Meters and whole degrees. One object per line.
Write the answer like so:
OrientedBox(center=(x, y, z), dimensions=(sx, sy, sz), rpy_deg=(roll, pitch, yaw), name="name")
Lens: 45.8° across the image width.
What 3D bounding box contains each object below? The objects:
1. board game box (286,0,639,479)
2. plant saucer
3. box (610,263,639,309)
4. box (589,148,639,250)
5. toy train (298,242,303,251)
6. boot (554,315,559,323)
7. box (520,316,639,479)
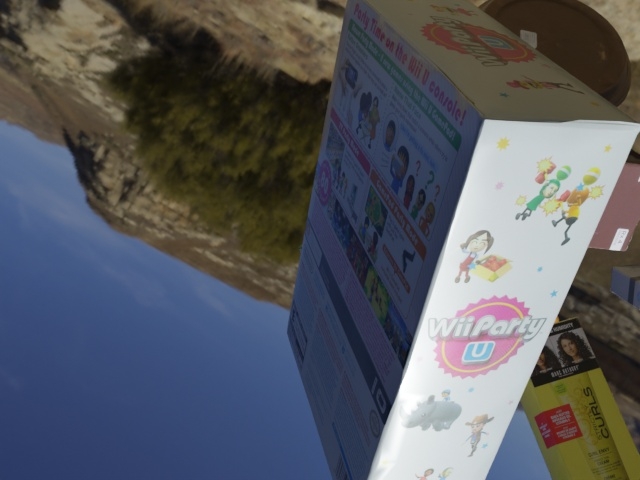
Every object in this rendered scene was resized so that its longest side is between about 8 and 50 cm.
OrientedBox(center=(0.062, 0.010, 0.520), dimensions=(0.097, 0.303, 0.224), rpy_deg=(0, -147, -17), name="board game box")
OrientedBox(center=(0.358, -0.299, 1.184), dimensions=(0.277, 0.278, 0.041), rpy_deg=(31, 149, 11), name="plant saucer")
OrientedBox(center=(0.455, 0.068, 0.893), dimensions=(0.145, 0.038, 0.186), rpy_deg=(-5, -163, -6), name="box")
OrientedBox(center=(0.461, -0.105, 1.373), dimensions=(0.167, 0.169, 0.203), rpy_deg=(6, -155, -17), name="box")
OrientedBox(center=(0.000, 0.000, 1.102), dimensions=(0.083, 0.024, 0.017), rpy_deg=(-25, 104, 42), name="toy train")
OrientedBox(center=(0.416, 0.194, 1.414), dimensions=(0.295, 0.104, 0.211), rpy_deg=(11, -162, -40), name="boot")
OrientedBox(center=(0.282, 0.208, 0.829), dimensions=(0.058, 0.087, 0.232), rpy_deg=(96, 159, -66), name="box")
